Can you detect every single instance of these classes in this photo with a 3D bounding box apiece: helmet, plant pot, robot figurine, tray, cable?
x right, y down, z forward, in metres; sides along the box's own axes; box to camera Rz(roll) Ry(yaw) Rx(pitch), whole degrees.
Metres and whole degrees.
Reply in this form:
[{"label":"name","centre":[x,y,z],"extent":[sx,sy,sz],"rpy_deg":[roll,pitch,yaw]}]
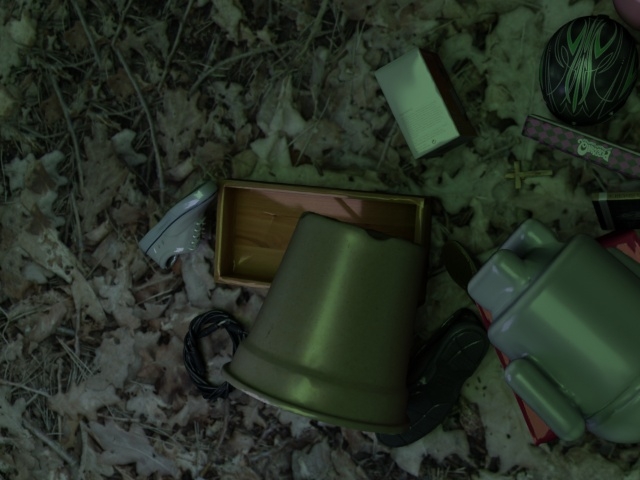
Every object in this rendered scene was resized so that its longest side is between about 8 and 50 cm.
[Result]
[{"label":"helmet","centre":[0.431,-0.274,1.492],"extent":[0.169,0.161,0.169],"rpy_deg":[13,119,23]},{"label":"plant pot","centre":[0.034,0.123,1.566],"extent":[0.334,0.334,0.305],"rpy_deg":[17,92,20]},{"label":"robot figurine","centre":[0.372,0.131,1.256],"extent":[0.353,0.300,0.199],"rpy_deg":[43,154,9]},{"label":"tray","centre":[0.000,0.000,1.754],"extent":[0.411,0.076,0.202],"rpy_deg":[6,98,21]},{"label":"cable","centre":[-0.218,0.236,1.882],"extent":[0.151,0.047,0.184],"rpy_deg":[27,105,18]}]

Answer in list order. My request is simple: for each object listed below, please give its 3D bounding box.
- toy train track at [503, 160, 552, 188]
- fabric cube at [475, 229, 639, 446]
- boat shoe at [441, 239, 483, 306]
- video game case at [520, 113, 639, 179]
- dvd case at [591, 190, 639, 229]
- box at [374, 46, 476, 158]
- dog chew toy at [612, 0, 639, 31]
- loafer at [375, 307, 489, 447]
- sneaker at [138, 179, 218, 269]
[{"label":"toy train track","centre":[0.364,-0.116,1.625],"extent":[0.083,0.014,0.048],"rpy_deg":[-4,87,17]},{"label":"fabric cube","centre":[0.411,0.146,1.477],"extent":[0.258,0.254,0.259],"rpy_deg":[-23,86,9]},{"label":"boat shoe","centre":[0.274,0.063,1.662],"extent":[0.056,0.049,0.152],"rpy_deg":[-35,86,40]},{"label":"video game case","centre":[0.449,-0.142,1.481],"extent":[0.232,0.210,0.041],"rpy_deg":[24,103,18]},{"label":"dvd case","centre":[0.555,-0.049,1.476],"extent":[0.221,0.164,0.018],"rpy_deg":[-2,74,22]},{"label":"box","centre":[0.186,-0.238,1.621],"extent":[0.091,0.130,0.170],"rpy_deg":[-26,86,23]},{"label":"dog chew toy","centre":[0.548,-0.389,1.425],"extent":[0.206,0.207,0.331],"rpy_deg":[-43,62,20]},{"label":"loafer","centre":[0.204,0.253,1.703],"extent":[0.109,0.095,0.302],"rpy_deg":[29,113,-14]},{"label":"sneaker","centre":[-0.263,-0.029,1.837],"extent":[0.091,0.094,0.258],"rpy_deg":[47,134,-4]}]
